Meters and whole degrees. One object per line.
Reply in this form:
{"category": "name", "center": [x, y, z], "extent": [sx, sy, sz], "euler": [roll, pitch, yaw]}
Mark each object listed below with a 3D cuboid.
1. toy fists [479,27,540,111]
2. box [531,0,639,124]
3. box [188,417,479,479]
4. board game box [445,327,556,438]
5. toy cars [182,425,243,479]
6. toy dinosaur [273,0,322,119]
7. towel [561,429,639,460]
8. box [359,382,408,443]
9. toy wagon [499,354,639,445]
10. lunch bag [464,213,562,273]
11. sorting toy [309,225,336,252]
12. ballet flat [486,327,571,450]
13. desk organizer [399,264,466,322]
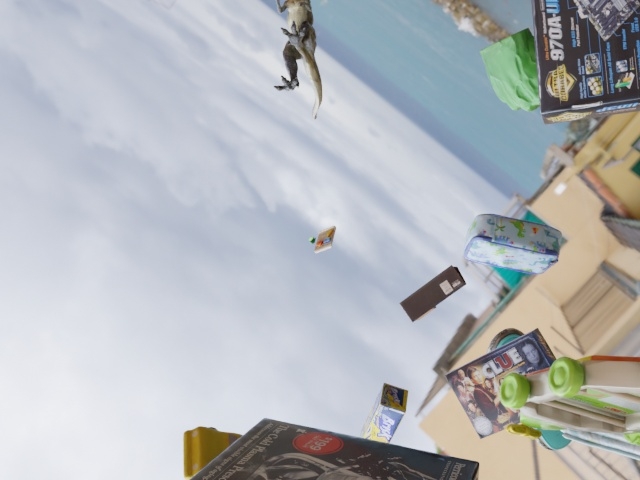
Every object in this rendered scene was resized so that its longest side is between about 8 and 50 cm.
{"category": "toy fists", "center": [0.411, -0.317, 1.155], "extent": [0.279, 0.096, 0.142], "euler": [-11, 106, 58]}
{"category": "box", "center": [0.322, -0.249, 0.711], "extent": [0.051, 0.175, 0.220], "euler": [11, -106, -67]}
{"category": "box", "center": [-0.003, 0.371, 0.752], "extent": [0.313, 0.178, 0.343], "euler": [6, -170, 21]}
{"category": "board game box", "center": [0.417, 0.320, 1.459], "extent": [0.042, 0.243, 0.165], "euler": [-10, -113, -53]}
{"category": "toy cars", "center": [-0.062, 0.430, 0.999], "extent": [0.393, 0.087, 0.176], "euler": [57, -162, 1]}
{"category": "toy dinosaur", "center": [-0.032, -0.287, 0.982], "extent": [0.118, 0.064, 0.268], "euler": [-69, -27, -54]}
{"category": "towel", "center": [0.823, 0.457, 1.644], "extent": [0.375, 0.090, 0.321], "euler": [8, -171, 39]}
{"category": "box", "center": [0.124, 0.365, 1.322], "extent": [0.054, 0.168, 0.059], "euler": [18, -142, 1]}
{"category": "toy wagon", "center": [0.419, 0.258, 1.035], "extent": [0.267, 0.068, 0.344], "euler": [19, 153, -15]}
{"category": "lunch bag", "center": [0.473, 0.014, 1.631], "extent": [0.219, 0.090, 0.176], "euler": [13, 161, 4]}
{"category": "sorting toy", "center": [0.000, 0.000, 1.578], "extent": [0.012, 0.083, 0.062], "euler": [37, -132, -33]}
{"category": "ballet flat", "center": [0.595, 0.425, 1.961], "extent": [0.482, 0.164, 0.182], "euler": [55, 180, -22]}
{"category": "desk organizer", "center": [0.224, 0.104, 1.289], "extent": [0.047, 0.130, 0.050], "euler": [57, -161, 16]}
